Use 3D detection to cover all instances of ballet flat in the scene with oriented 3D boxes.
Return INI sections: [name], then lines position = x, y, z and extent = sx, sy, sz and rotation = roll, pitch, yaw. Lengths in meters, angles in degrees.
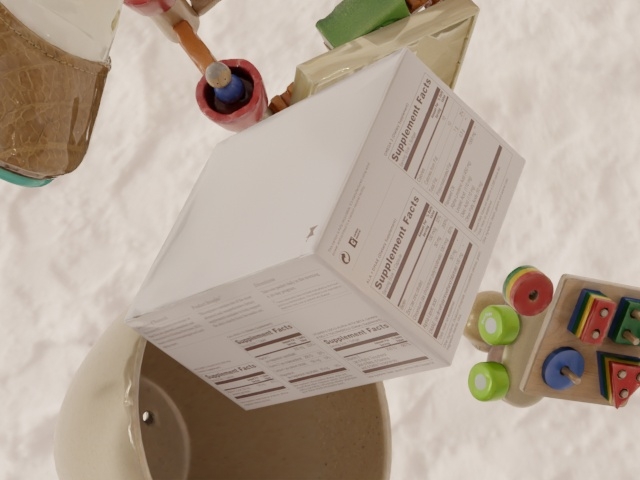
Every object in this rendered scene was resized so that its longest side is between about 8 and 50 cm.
[ballet flat]
position = -0.178, -0.158, 0.831
extent = 0.116, 0.342, 0.124
rotation = 32, 108, -22

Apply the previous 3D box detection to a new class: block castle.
[block castle]
position = -0.014, -0.362, 1.597
extent = 0.453, 0.213, 0.303
rotation = -38, 68, 2

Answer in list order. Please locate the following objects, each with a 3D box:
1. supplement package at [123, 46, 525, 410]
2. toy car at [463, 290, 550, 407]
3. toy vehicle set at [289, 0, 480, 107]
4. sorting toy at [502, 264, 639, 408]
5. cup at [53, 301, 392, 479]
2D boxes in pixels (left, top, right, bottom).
[supplement package]
position = 0.000, 0.000, 1.024
extent = 0.145, 0.204, 0.262
rotation = 40, 145, -24
[toy car]
position = 0.229, 0.128, 1.695
extent = 0.155, 0.188, 0.149
rotation = 2, 102, -36
[toy vehicle set]
position = 0.076, -0.203, 1.622
extent = 0.035, 0.267, 0.166
rotation = 50, 151, 24
[sorting toy]
position = 0.296, 0.112, 1.299
extent = 0.275, 0.046, 0.132
rotation = 11, 107, -26
[cup]
position = -0.125, 0.190, 1.248
extent = 0.237, 0.331, 0.331
rotation = -18, 108, 40
